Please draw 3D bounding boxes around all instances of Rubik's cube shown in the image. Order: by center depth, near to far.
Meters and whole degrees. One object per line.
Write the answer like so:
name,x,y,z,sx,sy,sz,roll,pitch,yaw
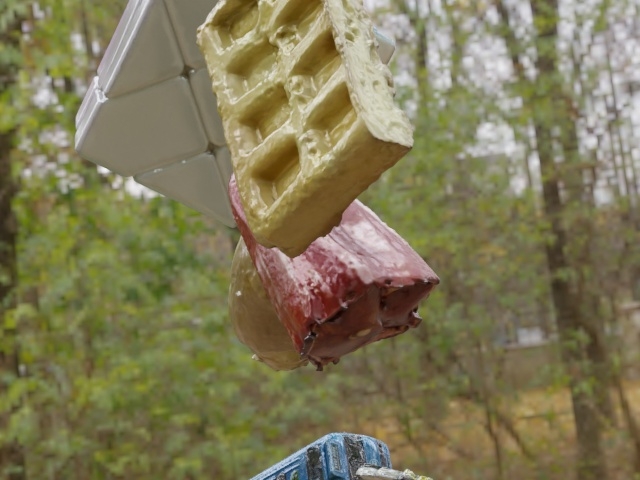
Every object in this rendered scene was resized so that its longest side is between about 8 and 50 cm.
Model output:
Rubik's cube,-0.128,-0.211,1.856,0.322,0.319,0.316,25,7,-13

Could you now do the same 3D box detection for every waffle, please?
waffle,-0.023,-0.138,1.184,0.057,0.274,0.168,13,-41,-41

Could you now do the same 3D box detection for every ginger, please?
ginger,-0.027,0.038,1.530,0.138,0.152,0.267,4,-42,-15

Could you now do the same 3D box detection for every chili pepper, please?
chili pepper,0.000,0.000,1.331,0.144,0.252,0.136,-38,-37,8

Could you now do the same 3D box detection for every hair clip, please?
hair clip,0.128,0.317,1.681,0.172,0.049,0.116,11,-24,49

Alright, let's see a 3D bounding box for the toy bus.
toy bus,-0.013,0.378,2.025,0.134,0.113,0.246,26,-48,-38
